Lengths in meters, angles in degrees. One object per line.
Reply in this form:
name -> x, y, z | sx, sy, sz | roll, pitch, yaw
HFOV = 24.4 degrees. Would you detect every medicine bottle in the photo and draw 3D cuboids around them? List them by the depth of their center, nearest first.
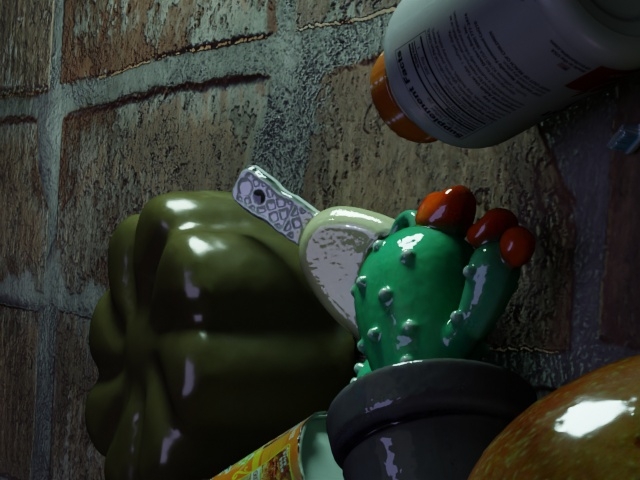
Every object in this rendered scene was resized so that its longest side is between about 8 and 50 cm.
medicine bottle -> 0.156, -0.172, 1.243 | 0.288, 0.157, 0.157 | -28, 63, 56

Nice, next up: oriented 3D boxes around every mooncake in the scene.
mooncake -> -0.133, 0.128, 1.671 | 0.378, 0.200, 0.379 | -10, 78, 58

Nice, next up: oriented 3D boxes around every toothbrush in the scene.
toothbrush -> 0.273, -0.131, 1.100 | 0.263, 0.026, 0.022 | 116, 159, -62

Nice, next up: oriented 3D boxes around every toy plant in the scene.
toy plant -> 0.095, 0.139, 1.307 | 0.279, 0.185, 0.400 | 91, 173, -59

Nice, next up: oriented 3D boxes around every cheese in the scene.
cheese -> -0.001, 0.000, 1.530 | 0.235, 0.049, 0.127 | 35, 111, 25

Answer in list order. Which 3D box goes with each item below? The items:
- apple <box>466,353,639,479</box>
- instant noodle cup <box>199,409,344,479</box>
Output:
apple -> 0.226, 0.230, 0.964 | 0.319, 0.277, 0.319 | -10, 79, 61
instant noodle cup -> -0.009, 0.284, 1.428 | 0.182, 0.230, 0.230 | -43, 49, 30
